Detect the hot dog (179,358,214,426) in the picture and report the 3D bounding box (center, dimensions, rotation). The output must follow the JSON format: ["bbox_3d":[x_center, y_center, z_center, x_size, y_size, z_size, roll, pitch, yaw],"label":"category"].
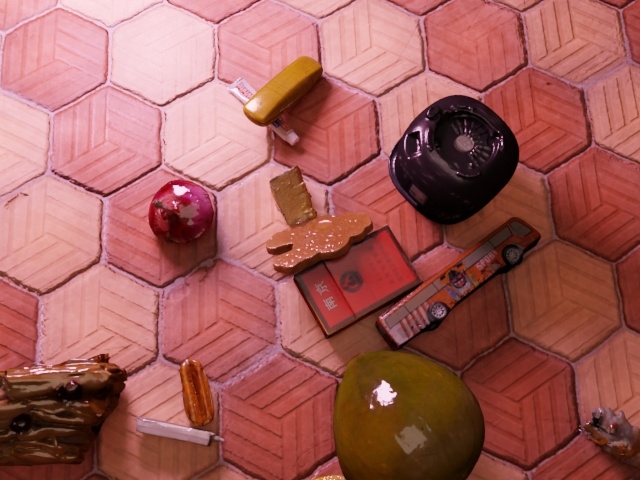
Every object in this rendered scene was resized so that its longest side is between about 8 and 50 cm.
[{"bbox_3d":[-0.259,0.315,1.461,0.062,0.038,0.144,-16,73,-4],"label":"hot dog"}]

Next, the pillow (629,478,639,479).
[{"bbox_3d":[0.610,0.583,1.417,0.093,0.051,0.241,23,77,4],"label":"pillow"}]

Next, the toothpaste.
[{"bbox_3d":[-0.132,-0.301,1.647,0.052,0.033,0.218,-40,75,-18],"label":"toothpaste"}]

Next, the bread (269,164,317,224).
[{"bbox_3d":[-0.062,-0.093,1.563,0.084,0.080,0.109,-25,75,-8],"label":"bread"}]

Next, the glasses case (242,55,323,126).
[{"bbox_3d":[-0.082,-0.345,1.625,0.079,0.064,0.234,37,62,11],"label":"glasses case"}]

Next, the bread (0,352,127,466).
[{"bbox_3d":[-0.552,0.328,1.315,0.369,0.314,0.192,-7,83,-9],"label":"bread"}]

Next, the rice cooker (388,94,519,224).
[{"bbox_3d":[0.286,-0.175,1.528,0.267,0.224,0.267,0,74,0],"label":"rice cooker"}]

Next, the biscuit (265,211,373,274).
[{"bbox_3d":[0.000,-0.002,1.528,0.236,0.040,0.144,-19,41,-8],"label":"biscuit"}]

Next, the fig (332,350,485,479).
[{"bbox_3d":[0.153,0.352,1.355,0.316,0.316,0.316,1,74,-2],"label":"fig"}]

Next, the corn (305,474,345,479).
[{"bbox_3d":[-0.058,0.522,1.389,0.248,0.081,0.081,-11,75,-5],"label":"corn"}]

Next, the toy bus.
[{"bbox_3d":[0.301,0.093,1.521,0.408,0.093,0.092,-35,77,-13],"label":"toy bus"}]

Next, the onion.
[{"bbox_3d":[-0.314,-0.070,1.515,0.150,0.140,0.150,-4,72,14],"label":"onion"}]

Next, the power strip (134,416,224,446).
[{"bbox_3d":[-0.288,0.391,1.433,0.191,0.047,0.030,12,78,2],"label":"power strip"}]

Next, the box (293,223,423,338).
[{"bbox_3d":[0.080,0.088,1.523,0.239,0.074,0.153,-28,80,-9],"label":"box"}]

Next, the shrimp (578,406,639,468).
[{"bbox_3d":[0.701,0.379,1.470,0.287,0.068,0.185,-31,80,-12],"label":"shrimp"}]
